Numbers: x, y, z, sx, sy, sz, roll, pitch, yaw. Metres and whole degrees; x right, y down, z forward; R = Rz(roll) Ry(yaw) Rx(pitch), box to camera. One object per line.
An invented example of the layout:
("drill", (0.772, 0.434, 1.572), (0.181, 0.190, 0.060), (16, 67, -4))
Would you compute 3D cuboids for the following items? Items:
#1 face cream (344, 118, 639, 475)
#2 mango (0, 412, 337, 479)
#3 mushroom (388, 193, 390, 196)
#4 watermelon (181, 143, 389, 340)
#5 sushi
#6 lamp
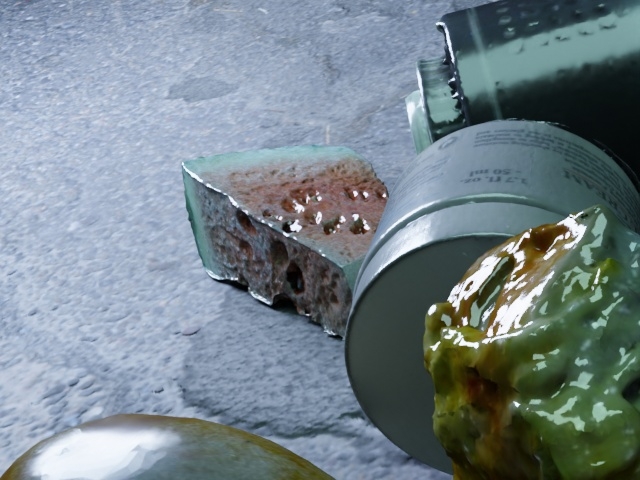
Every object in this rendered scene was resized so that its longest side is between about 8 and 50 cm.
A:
("face cream", (0.112, 0.033, 0.788), (0.177, 0.177, 0.153), (-7, 29, 18))
("mango", (-0.051, 0.189, 0.639), (0.316, 0.146, 0.193), (20, 53, 40))
("mushroom", (0.180, -0.055, 1.063), (0.306, 0.043, 0.068), (-16, 9, 5))
("watermelon", (0.000, 0.000, 1.030), (0.154, 0.094, 0.241), (-16, 28, -18))
("sushi", (0.169, 0.112, 0.596), (0.184, 0.274, 0.139), (-26, 2, -24))
("lamp", (0.201, -0.079, 0.916), (0.272, 0.205, 0.374), (-25, 35, -8))
